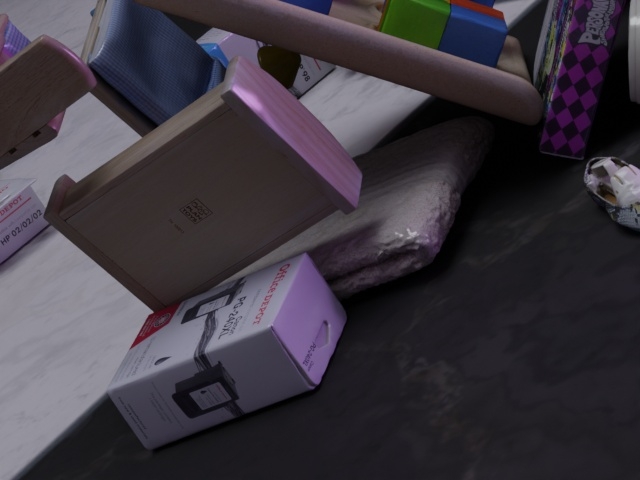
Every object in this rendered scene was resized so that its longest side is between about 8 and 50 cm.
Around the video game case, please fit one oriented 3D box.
[{"bbox_3d":[0.211,-0.208,1.449,0.042,0.232,0.210,12,26,1],"label":"video game case"}]

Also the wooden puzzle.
[{"bbox_3d":[0.024,-0.199,1.530,0.348,0.322,0.080,-84,11,-77],"label":"wooden puzzle"}]

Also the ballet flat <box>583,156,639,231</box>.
[{"bbox_3d":[0.208,-0.035,1.275,0.041,0.041,0.114,-33,20,-4],"label":"ballet flat"}]

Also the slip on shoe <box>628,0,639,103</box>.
[{"bbox_3d":[0.301,-0.195,1.439,0.101,0.123,0.331,2,29,14],"label":"slip on shoe"}]

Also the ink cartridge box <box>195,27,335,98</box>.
[{"bbox_3d":[-0.059,-0.195,1.957,0.180,0.104,0.060,-42,22,-24],"label":"ink cartridge box"}]

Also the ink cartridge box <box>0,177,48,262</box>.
[{"bbox_3d":[-0.370,-0.015,2.056,0.104,0.061,0.181,-43,22,-26],"label":"ink cartridge box"}]

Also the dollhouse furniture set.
[{"bbox_3d":[-0.107,-0.145,1.462,0.198,0.286,0.303,-32,30,29],"label":"dollhouse furniture set"}]

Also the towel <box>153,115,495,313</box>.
[{"bbox_3d":[0.000,0.000,1.491,0.282,0.049,0.187,-20,25,32],"label":"towel"}]

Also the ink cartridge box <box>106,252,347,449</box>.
[{"bbox_3d":[-0.067,0.081,1.373,0.150,0.063,0.109,-23,21,25],"label":"ink cartridge box"}]
